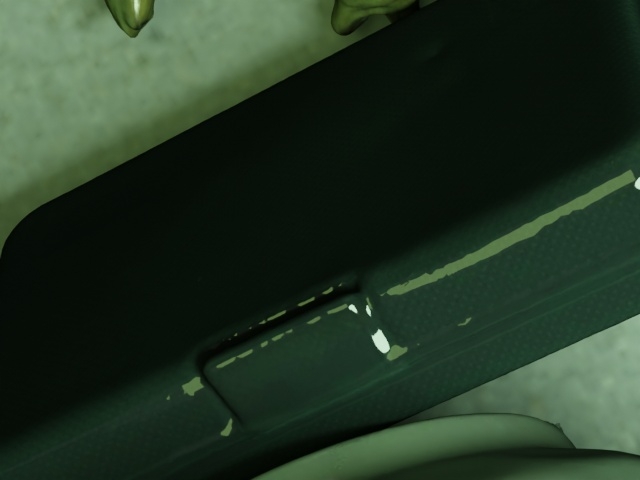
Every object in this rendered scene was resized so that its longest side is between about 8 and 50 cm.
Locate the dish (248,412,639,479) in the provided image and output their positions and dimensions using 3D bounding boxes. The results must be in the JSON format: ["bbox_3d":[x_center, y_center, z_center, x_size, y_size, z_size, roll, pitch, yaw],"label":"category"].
[{"bbox_3d":[0.028,0.134,0.536,0.303,0.303,0.120,-30,62,15],"label":"dish"}]

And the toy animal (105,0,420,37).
[{"bbox_3d":[-0.041,-0.158,0.602,0.101,0.103,0.219,-19,85,-8],"label":"toy animal"}]

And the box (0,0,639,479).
[{"bbox_3d":[0.000,0.000,0.566,0.230,0.160,0.050,-26,118,15],"label":"box"}]
